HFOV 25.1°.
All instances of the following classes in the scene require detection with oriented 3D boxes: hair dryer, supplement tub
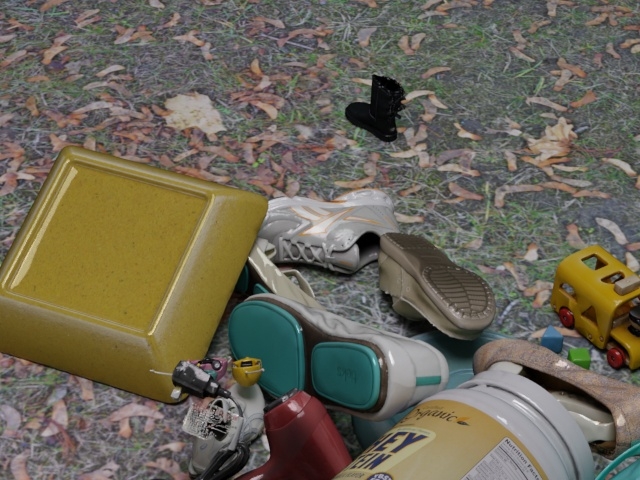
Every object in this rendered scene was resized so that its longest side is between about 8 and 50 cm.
[{"bbox_3d":[-0.069,0.281,1.715,0.293,0.224,0.080,17,2,2],"label":"hair dryer"},{"bbox_3d":[0.137,0.306,1.592,0.228,0.228,0.316,30,47,30],"label":"supplement tub"}]

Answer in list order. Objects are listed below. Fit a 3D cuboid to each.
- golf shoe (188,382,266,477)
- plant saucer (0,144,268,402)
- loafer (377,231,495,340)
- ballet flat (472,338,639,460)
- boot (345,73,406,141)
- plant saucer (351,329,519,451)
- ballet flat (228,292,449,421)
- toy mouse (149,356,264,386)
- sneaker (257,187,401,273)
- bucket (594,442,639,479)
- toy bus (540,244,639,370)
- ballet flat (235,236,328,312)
[{"bbox_3d":[-0.113,0.222,1.808,0.069,0.086,0.176,9,37,12],"label":"golf shoe"},{"bbox_3d":[-0.281,0.021,1.956,0.332,0.081,0.333,15,64,15],"label":"plant saucer"},{"bbox_3d":[0.156,0.075,1.978,0.101,0.092,0.268,2,23,-22],"label":"loafer"},{"bbox_3d":[0.270,0.190,1.720,0.106,0.108,0.316,-19,18,-36],"label":"ballet flat"},{"bbox_3d":[0.091,-0.229,2.380,0.045,0.099,0.121,-25,46,-32],"label":"boot"},{"bbox_3d":[0.199,0.214,1.870,0.317,0.044,0.318,2,38,-2],"label":"plant saucer"},{"bbox_3d":[0.022,0.149,1.815,0.139,0.139,0.400,-21,16,-27],"label":"ballet flat"},{"bbox_3d":[-0.146,0.173,1.837,0.143,0.031,0.161,-6,5,-5],"label":"toy mouse"},{"bbox_3d":[0.000,0.000,2.092,0.262,0.099,0.121,-12,46,-15],"label":"sneaker"},{"bbox_3d":[0.417,0.334,1.538,0.281,0.183,0.281,12,59,-21],"label":"bucket"},{"bbox_3d":[0.413,0.093,1.985,0.202,0.104,0.191,8,39,7],"label":"toy bus"},{"bbox_3d":[-0.077,0.050,2.016,0.086,0.086,0.248,-28,63,-33],"label":"ballet flat"}]
